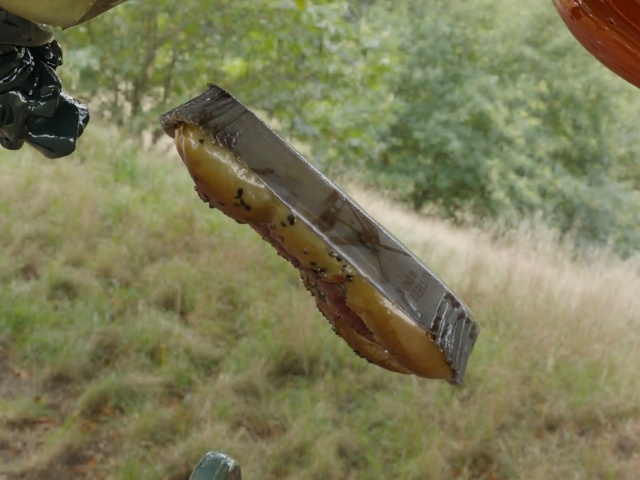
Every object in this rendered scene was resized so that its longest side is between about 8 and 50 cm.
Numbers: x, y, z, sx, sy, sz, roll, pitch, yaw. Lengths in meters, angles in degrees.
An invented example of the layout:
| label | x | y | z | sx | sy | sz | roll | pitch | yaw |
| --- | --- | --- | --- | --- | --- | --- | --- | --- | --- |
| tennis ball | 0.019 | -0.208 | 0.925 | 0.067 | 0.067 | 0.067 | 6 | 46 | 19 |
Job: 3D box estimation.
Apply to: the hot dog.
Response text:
| label | x | y | z | sx | sy | sz | roll | pitch | yaw |
| --- | --- | --- | --- | --- | --- | --- | --- | --- | --- |
| hot dog | 0.000 | 0.000 | 0.522 | 0.191 | 0.059 | 0.108 | 44 | -2 | -3 |

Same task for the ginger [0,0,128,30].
| label | x | y | z | sx | sy | sz | roll | pitch | yaw |
| --- | --- | --- | --- | --- | --- | --- | --- | --- | --- |
| ginger | -0.065 | -0.225 | 0.599 | 0.219 | 0.123 | 0.270 | -21 | 24 | 39 |

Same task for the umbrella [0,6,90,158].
| label | x | y | z | sx | sy | sz | roll | pitch | yaw |
| --- | --- | --- | --- | --- | --- | --- | --- | --- | --- |
| umbrella | -0.266 | -0.168 | 0.787 | 0.143 | 0.349 | 0.094 | 4 | 67 | -1 |

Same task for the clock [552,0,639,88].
| label | x | y | z | sx | sy | sz | roll | pitch | yaw |
| --- | --- | --- | --- | --- | --- | --- | --- | --- | --- |
| clock | 0.251 | -0.159 | 0.710 | 0.205 | 0.051 | 0.205 | 8 | 49 | -9 |

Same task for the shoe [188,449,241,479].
| label | x | y | z | sx | sy | sz | roll | pitch | yaw |
| --- | --- | --- | --- | --- | --- | --- | --- | --- | --- |
| shoe | -0.088 | 0.273 | 0.881 | 0.078 | 0.195 | 0.079 | 15 | 8 | 18 |
